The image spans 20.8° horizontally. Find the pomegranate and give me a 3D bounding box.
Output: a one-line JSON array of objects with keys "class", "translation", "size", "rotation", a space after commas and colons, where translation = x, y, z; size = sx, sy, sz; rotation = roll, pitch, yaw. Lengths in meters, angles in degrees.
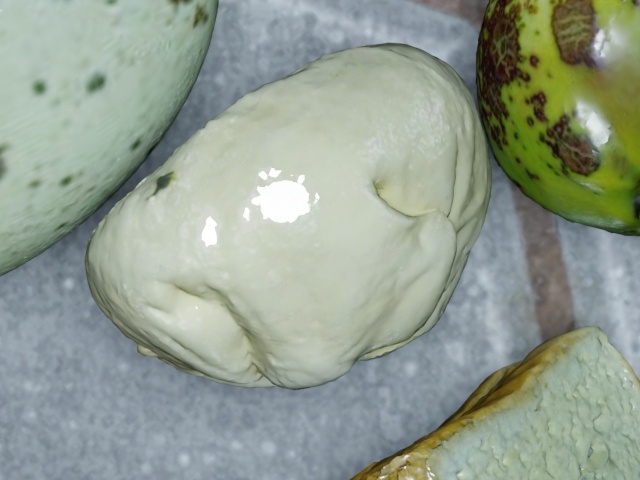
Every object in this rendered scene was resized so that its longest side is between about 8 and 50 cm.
[{"class": "pomegranate", "translation": [0.196, -0.140, 1.009], "size": [0.222, 0.204, 0.276], "rotation": [-4, 89, 17]}]

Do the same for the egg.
[{"class": "egg", "translation": [-0.238, -0.113, 1.009], "size": [0.379, 0.287, 0.287], "rotation": [-31, 88, 8]}]

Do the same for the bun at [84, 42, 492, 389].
[{"class": "bun", "translation": [0.000, 0.000, 1.005], "size": [0.259, 0.259, 0.160], "rotation": [-39, 83, 5]}]

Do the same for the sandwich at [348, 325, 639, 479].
[{"class": "sandwich", "translation": [0.156, 0.204, 1.009], "size": [0.095, 0.249, 0.273], "rotation": [-36, 86, 38]}]
